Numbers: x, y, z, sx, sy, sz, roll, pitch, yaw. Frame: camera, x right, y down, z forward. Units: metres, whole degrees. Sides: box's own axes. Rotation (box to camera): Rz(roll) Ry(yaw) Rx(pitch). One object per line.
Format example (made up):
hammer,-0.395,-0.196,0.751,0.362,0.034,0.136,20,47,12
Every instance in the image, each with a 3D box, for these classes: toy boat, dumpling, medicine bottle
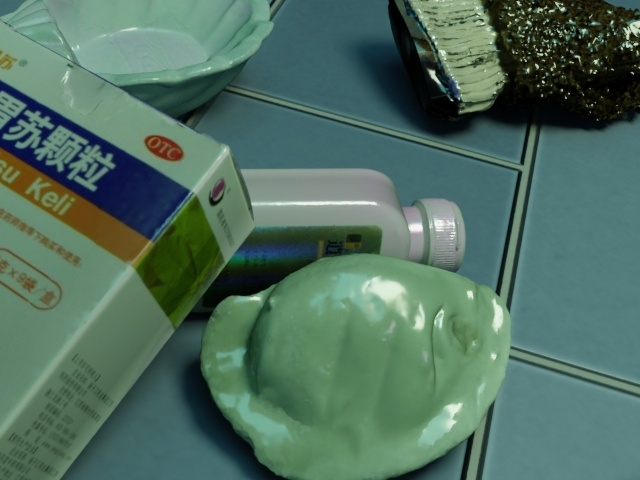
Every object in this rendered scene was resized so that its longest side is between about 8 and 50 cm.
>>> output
toy boat,-0.188,-0.182,0.838,0.290,0.100,0.199,-14,47,-25
dumpling,0.026,0.085,0.605,0.219,0.152,0.108,-3,2,0
medicine bottle,0.000,0.000,0.665,0.219,0.115,0.078,-1,43,-12

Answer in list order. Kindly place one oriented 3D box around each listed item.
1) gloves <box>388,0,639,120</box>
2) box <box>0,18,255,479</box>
gloves,0.234,-0.211,0.922,0.312,0.135,0.210,-9,42,-22
box,-0.209,0.034,0.519,0.200,0.106,0.299,30,71,18
